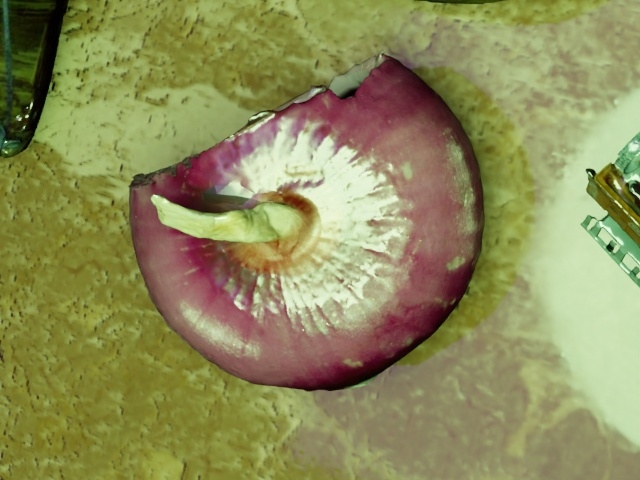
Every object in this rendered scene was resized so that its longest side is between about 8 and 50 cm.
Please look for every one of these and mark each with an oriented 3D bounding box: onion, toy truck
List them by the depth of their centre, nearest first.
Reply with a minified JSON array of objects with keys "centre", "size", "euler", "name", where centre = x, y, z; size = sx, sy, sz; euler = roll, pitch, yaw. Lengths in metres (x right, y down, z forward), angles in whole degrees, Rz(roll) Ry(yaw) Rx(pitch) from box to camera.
[{"centre":[0.240,-0.056,1.084],"size":[0.178,0.115,0.080],"euler":[-40,79,-8],"name":"toy truck"},{"centre":[0.000,-0.002,1.133],"size":[0.207,0.200,0.200],"euler":[-34,80,-16],"name":"onion"}]

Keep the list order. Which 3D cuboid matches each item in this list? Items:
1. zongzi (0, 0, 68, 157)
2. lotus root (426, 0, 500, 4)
[{"centre":[-0.275,-0.195,1.141],"size":[0.138,0.300,0.286],"euler":[23,101,38],"name":"zongzi"},{"centre":[-0.006,-0.256,1.086],"size":[0.397,0.179,0.196],"euler":[17,76,-2],"name":"lotus root"}]
